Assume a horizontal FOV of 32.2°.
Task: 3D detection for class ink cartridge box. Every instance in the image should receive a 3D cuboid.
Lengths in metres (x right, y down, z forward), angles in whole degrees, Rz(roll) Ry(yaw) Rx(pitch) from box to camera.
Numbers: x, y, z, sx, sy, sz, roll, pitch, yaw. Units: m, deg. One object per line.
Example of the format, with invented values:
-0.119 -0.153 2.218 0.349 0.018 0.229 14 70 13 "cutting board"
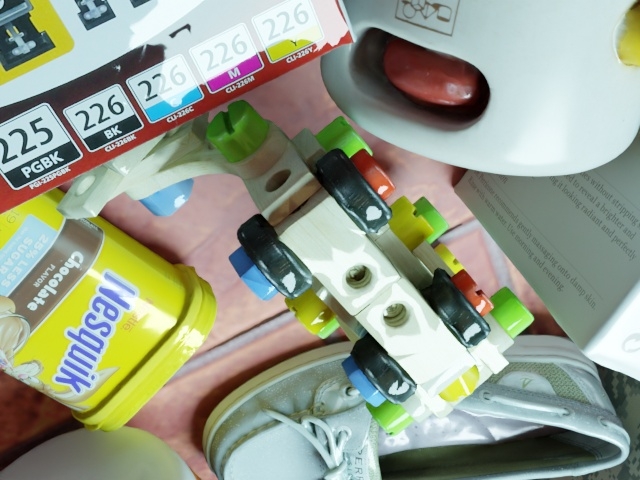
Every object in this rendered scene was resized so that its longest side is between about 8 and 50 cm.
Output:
-0.179 -0.161 0.531 0.309 0.130 0.272 -27 133 0 "ink cartridge box"

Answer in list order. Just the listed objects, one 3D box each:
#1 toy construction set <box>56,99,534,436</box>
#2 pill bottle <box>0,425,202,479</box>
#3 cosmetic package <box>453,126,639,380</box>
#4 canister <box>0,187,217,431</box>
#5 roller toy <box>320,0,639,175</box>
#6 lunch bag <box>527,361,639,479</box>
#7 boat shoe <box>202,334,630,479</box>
0.000 0.000 0.681 0.328 0.215 0.151 31 104 -28 "toy construction set"
-0.101 0.339 0.839 0.224 0.224 0.392 -32 126 1 "pill bottle"
0.281 -0.109 0.705 0.156 0.217 0.385 25 112 -30 "cosmetic package"
-0.171 0.036 0.716 0.126 0.073 0.170 -46 123 11 "canister"
0.102 -0.136 0.629 0.191 0.209 0.146 2 120 -14 "roller toy"
0.319 0.248 0.939 0.256 0.212 0.305 15 113 -21 "lunch bag"
0.071 0.148 0.848 0.320 0.103 0.118 -4 122 -8 "boat shoe"
